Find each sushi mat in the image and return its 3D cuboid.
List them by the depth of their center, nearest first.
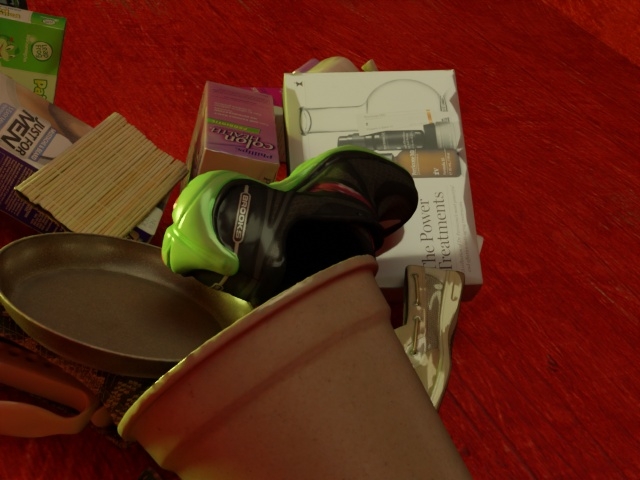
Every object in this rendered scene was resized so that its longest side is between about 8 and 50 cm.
[{"bbox_3d":[-0.307,-0.089,1.473,0.151,0.019,0.316,36,30,-3],"label":"sushi mat"}]

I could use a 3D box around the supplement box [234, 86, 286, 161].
[{"bbox_3d":[-0.115,-0.222,1.946,0.220,0.113,0.111,-6,39,-32],"label":"supplement box"}]

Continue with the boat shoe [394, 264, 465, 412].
[{"bbox_3d":[0.131,0.163,1.409,0.098,0.109,0.302,13,56,4],"label":"boat shoe"}]

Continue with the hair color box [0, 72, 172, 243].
[{"bbox_3d":[-0.398,-0.104,1.518,0.339,0.110,0.185,32,28,-14],"label":"hair color box"}]

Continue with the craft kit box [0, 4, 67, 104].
[{"bbox_3d":[-0.553,-0.264,1.641,0.247,0.249,0.061,8,32,-16],"label":"craft kit box"}]

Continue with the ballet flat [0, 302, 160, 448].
[{"bbox_3d":[-0.417,0.124,1.205,0.483,0.164,0.182,21,51,0],"label":"ballet flat"}]

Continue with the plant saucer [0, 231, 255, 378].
[{"bbox_3d":[-0.227,0.077,1.172,0.311,0.050,0.310,17,18,-6],"label":"plant saucer"}]

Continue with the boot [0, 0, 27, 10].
[{"bbox_3d":[-0.767,-0.463,1.955,0.348,0.131,0.260,23,22,28],"label":"boot"}]

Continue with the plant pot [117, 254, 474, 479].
[{"bbox_3d":[0.009,0.234,1.073,0.334,0.334,0.305,-22,72,-48],"label":"plant pot"}]

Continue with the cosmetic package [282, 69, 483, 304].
[{"bbox_3d":[0.090,-0.087,1.609,0.285,0.097,0.377,-3,69,-4],"label":"cosmetic package"}]

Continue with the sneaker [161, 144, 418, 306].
[{"bbox_3d":[0.000,0.000,1.325,0.202,0.185,0.483,35,29,23],"label":"sneaker"}]

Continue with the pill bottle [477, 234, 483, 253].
[{"bbox_3d":[0.142,-0.002,1.703,0.246,0.136,0.136,21,31,3],"label":"pill bottle"}]

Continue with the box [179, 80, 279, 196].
[{"bbox_3d":[-0.153,-0.102,1.630,0.117,0.213,0.243,11,32,-14],"label":"box"}]

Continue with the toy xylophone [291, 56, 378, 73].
[{"bbox_3d":[0.088,-0.227,1.949,0.322,0.081,0.236,57,32,0],"label":"toy xylophone"}]

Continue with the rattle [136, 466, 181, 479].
[{"bbox_3d":[-0.175,0.280,1.085,0.130,0.142,0.199,5,34,14],"label":"rattle"}]

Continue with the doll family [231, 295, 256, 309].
[{"bbox_3d":[-0.126,0.111,1.349,0.118,0.163,0.263,-2,36,-31],"label":"doll family"}]
